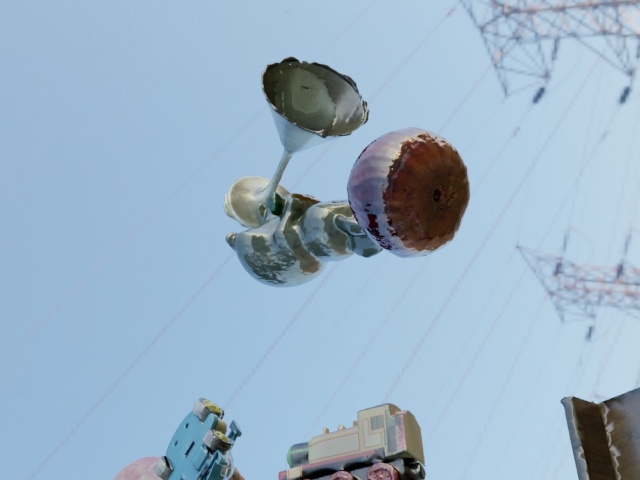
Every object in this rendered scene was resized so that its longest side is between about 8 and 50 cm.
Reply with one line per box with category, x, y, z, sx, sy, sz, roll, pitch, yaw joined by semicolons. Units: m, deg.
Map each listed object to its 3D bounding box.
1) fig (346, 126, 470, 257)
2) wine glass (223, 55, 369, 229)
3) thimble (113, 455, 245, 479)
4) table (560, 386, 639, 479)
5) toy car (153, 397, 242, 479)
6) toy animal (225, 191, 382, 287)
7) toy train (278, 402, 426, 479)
fig;0.077;-0.058;0.955;0.128;0.150;0.128;-36;-24;-19
wine glass;-0.045;-0.118;1.341;0.156;0.156;0.232;-39;-16;-44
thimble;-0.216;0.445;1.497;0.239;0.162;0.239;24;-119;-53
table;0.292;0.171;0.621;0.193;0.169;0.172;22;-130;-36
toy car;-0.149;0.306;1.354;0.098;0.161;0.126;29;-88;-29
toy animal;0.000;-0.005;1.240;0.108;0.236;0.138;-54;-51;-45
toy train;0.025;0.199;0.859;0.050;0.138;0.087;43;-145;-50
